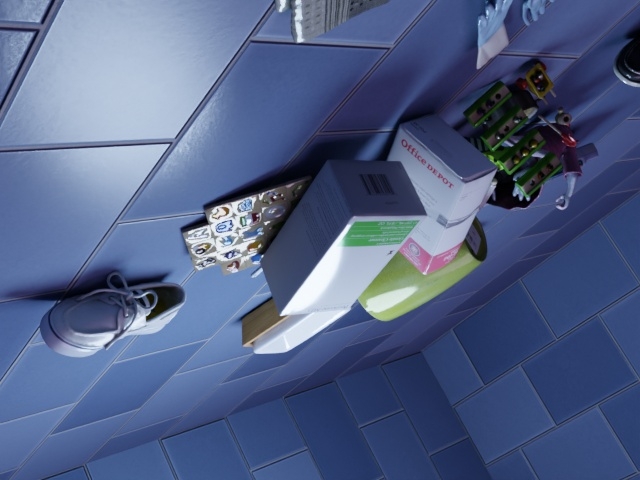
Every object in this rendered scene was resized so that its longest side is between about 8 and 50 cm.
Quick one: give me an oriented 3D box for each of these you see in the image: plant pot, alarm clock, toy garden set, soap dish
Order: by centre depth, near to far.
[{"bbox_3d":[0.464,-0.250,1.910,0.204,0.244,0.049,-41,-165,-3],"label":"toy garden set"},{"bbox_3d":[0.413,-0.287,1.983,0.192,0.064,0.129,-23,168,-36],"label":"alarm clock"},{"bbox_3d":[0.253,0.032,2.165,0.293,0.275,0.274,-20,169,32],"label":"plant pot"},{"bbox_3d":[-0.074,0.216,2.554,0.290,0.118,0.229,-34,161,19],"label":"soap dish"}]

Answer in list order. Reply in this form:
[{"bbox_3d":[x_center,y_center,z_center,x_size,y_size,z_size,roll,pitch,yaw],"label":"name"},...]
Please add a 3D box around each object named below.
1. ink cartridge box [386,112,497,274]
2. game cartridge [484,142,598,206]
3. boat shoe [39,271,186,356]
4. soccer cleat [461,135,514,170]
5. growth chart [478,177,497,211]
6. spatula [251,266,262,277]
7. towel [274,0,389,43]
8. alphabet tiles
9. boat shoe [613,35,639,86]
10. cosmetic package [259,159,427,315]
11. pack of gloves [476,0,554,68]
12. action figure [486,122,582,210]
[{"bbox_3d":[0.237,-0.101,1.900,0.117,0.207,0.283,-23,147,-35],"label":"ink cartridge box"},{"bbox_3d":[0.591,-0.176,2.481,0.355,0.068,0.230,-21,180,-22],"label":"game cartridge"},{"bbox_3d":[-0.411,0.143,1.841,0.156,0.136,0.367,-38,163,28],"label":"boat shoe"},{"bbox_3d":[0.365,-0.210,2.006,0.072,0.178,0.060,-45,139,-24],"label":"soccer cleat"},{"bbox_3d":[0.297,-0.130,2.070,0.237,0.021,0.172,16,153,-10],"label":"growth chart"},{"bbox_3d":[-0.058,0.029,2.233,0.242,0.019,0.168,-41,159,33],"label":"spatula"},{"bbox_3d":[0.079,-0.428,1.179,0.312,0.056,0.324,-28,160,-11],"label":"towel"},{"bbox_3d":[-0.121,-0.027,1.881,0.342,0.011,0.285,-18,151,-7],"label":"alphabet tiles"},{"bbox_3d":[0.824,-0.465,2.022,0.340,0.127,0.113,-23,160,-21],"label":"boat shoe"},{"bbox_3d":[0.039,-0.002,1.858,0.196,0.155,0.366,-3,145,-32],"label":"cosmetic package"},{"bbox_3d":[0.349,-0.432,1.585,0.195,0.046,0.232,-40,165,-1],"label":"pack of gloves"},{"bbox_3d":[0.529,-0.224,2.183,0.370,0.248,0.276,-37,143,-34],"label":"action figure"}]
